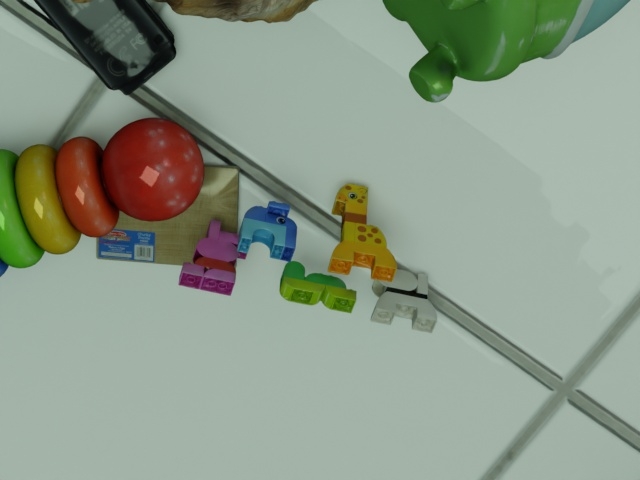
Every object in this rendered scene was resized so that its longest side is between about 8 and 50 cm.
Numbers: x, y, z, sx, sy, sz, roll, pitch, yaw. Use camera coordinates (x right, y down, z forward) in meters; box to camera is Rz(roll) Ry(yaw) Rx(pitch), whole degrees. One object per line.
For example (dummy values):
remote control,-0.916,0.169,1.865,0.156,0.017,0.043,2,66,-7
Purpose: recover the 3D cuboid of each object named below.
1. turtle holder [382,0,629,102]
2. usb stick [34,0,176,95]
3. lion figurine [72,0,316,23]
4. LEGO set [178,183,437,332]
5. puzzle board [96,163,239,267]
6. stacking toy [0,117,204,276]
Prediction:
turtle holder,0.148,-0.231,1.440,0.227,0.243,0.320,-22,143,-13
usb stick,-0.231,-0.247,1.639,0.077,0.045,0.278,-38,102,10
lion figurine,-0.157,-0.322,1.504,0.392,0.142,0.240,52,149,-18
LEGO set,0.000,0.000,1.686,0.227,0.093,0.087,12,137,-8
puzzle board,-0.137,-0.025,1.727,0.128,0.011,0.096,4,111,5
stacking toy,-0.260,-0.032,1.677,0.330,0.141,0.141,-16,107,7
